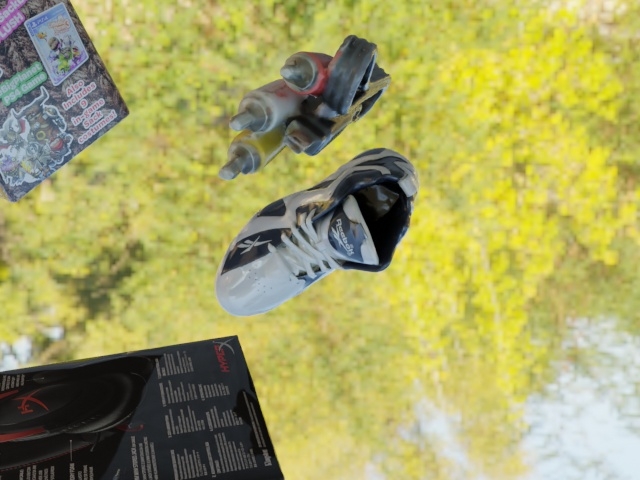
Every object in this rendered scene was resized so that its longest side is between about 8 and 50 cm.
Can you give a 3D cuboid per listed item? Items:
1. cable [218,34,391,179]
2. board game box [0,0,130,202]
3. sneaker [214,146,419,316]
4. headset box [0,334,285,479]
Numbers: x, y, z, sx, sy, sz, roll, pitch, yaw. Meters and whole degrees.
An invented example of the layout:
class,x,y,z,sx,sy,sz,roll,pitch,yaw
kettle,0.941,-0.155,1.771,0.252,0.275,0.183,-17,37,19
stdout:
class,x,y,z,sx,sy,sz,roll,pitch,yaw
cable,0.007,-0.133,1.048,0.072,0.139,0.287,38,-155,1
board game box,-0.342,-0.206,1.131,0.141,0.291,0.232,-42,-143,-24
sneaker,0.000,0.000,1.212,0.235,0.094,0.153,-30,-170,-2
headset box,-0.177,0.170,0.822,0.293,0.110,0.218,-8,-160,-10
